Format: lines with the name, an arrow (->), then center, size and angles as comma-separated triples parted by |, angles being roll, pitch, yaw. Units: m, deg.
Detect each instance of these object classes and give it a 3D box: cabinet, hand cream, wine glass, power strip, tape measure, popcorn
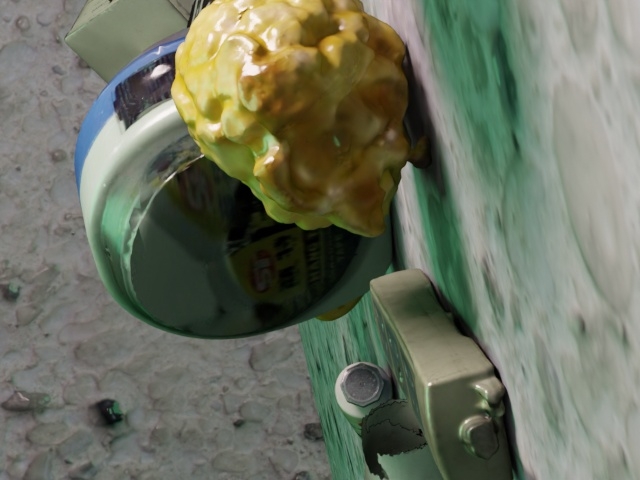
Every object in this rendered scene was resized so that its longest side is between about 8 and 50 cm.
cabinet -> -0.168, -0.274, 1.661 | 0.150, 0.145, 0.206 | 44, -141, -25
hand cream -> 0.052, 0.184, 1.585 | 0.276, 0.059, 0.095 | 75, -177, -72
wine glass -> 0.079, 0.221, 1.142 | 0.079, 0.079, 0.195 | -110, 7, -61
power strip -> 0.076, 0.082, 0.984 | 0.286, 0.048, 0.080 | -112, 10, -73
tape measure -> -0.068, -0.046, 1.183 | 0.138, 0.262, 0.259 | -124, 18, -49
popcorn -> -0.011, -0.084, 0.931 | 0.180, 0.170, 0.180 | -4, -85, -57

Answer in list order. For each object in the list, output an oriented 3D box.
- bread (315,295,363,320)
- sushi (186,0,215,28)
bread -> 0.002, 0.000, 1.421 | 0.173, 0.085, 0.134 | -113, 2, -75
sushi -> -0.071, -0.268, 1.381 | 0.292, 0.059, 0.294 | -132, 56, -74
